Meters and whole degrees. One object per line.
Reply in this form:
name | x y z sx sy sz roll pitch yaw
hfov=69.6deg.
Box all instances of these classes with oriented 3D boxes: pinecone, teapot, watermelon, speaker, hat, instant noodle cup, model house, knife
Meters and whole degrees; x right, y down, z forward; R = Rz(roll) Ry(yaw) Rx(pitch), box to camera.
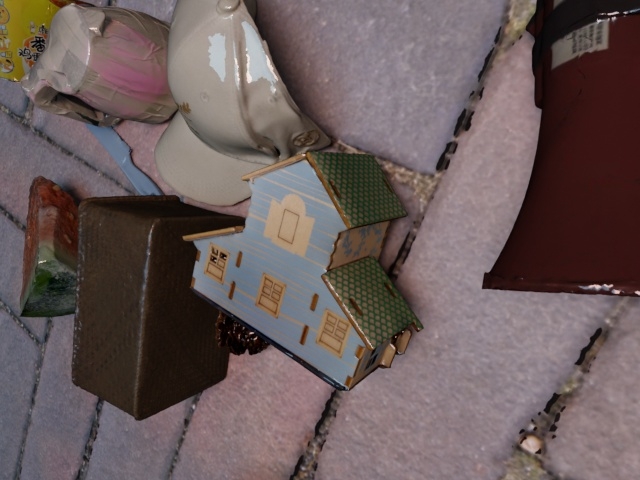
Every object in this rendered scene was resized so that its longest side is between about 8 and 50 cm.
pinecone | -0.106 0.124 0.651 0.083 0.077 0.077 -5 91 15
teapot | -0.333 -0.270 0.703 0.222 0.178 0.163 5 95 33
watermelon | -0.496 -0.005 0.867 0.193 0.140 0.256 -36 65 34
speaker | 0.239 -0.109 0.328 0.198 0.259 0.329 3 91 -2
hat | -0.151 -0.183 0.602 0.301 0.168 0.257 -37 70 33
instant noodle cup | -0.511 -0.361 0.805 0.205 0.205 0.152 26 113 28
model house | 0.000 0.000 0.510 0.271 0.178 0.206 27 113 31
knife | -0.352 -0.150 0.819 0.313 0.019 0.044 44 107 23

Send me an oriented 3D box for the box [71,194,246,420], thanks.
box | -0.226 0.080 0.658 0.143 0.184 0.273 14 101 27
